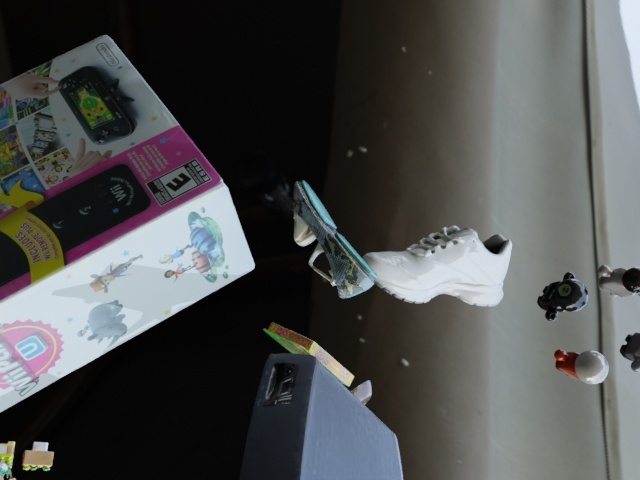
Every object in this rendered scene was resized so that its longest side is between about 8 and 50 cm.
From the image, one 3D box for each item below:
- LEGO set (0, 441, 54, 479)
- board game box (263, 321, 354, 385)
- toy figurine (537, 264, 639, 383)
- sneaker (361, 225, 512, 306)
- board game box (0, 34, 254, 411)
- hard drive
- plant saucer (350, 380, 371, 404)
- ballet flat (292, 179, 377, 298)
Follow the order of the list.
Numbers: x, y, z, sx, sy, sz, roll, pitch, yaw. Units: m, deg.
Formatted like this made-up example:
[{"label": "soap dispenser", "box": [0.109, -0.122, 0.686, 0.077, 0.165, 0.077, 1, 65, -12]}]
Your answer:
[{"label": "LEGO set", "box": [-0.568, 0.354, 1.162, 0.132, 0.287, 0.107, -32, -138, 19]}, {"label": "board game box", "box": [-0.025, 0.259, 1.681, 0.124, 0.259, 0.039, 19, -105, 34]}, {"label": "toy figurine", "box": [0.531, 0.153, 1.372, 0.209, 0.148, 0.213, -12, -98, -4]}, {"label": "sneaker", "box": [0.196, 0.033, 1.236, 0.111, 0.297, 0.129, 43, -57, 52]}, {"label": "board game box", "box": [-0.237, -0.003, 0.542, 0.303, 0.097, 0.224, -31, -128, -13]}, {"label": "hard drive", "box": [0.007, 0.220, 0.566, 0.054, 0.172, 0.255, -27, -147, 24]}, {"label": "plant saucer", "box": [0.049, 0.359, 1.543, 0.168, 0.168, 0.029, -43, -108, 7]}, {"label": "ballet flat", "box": [0.000, 0.000, 0.985, 0.070, 0.070, 0.188, -40, -120, 9]}]
